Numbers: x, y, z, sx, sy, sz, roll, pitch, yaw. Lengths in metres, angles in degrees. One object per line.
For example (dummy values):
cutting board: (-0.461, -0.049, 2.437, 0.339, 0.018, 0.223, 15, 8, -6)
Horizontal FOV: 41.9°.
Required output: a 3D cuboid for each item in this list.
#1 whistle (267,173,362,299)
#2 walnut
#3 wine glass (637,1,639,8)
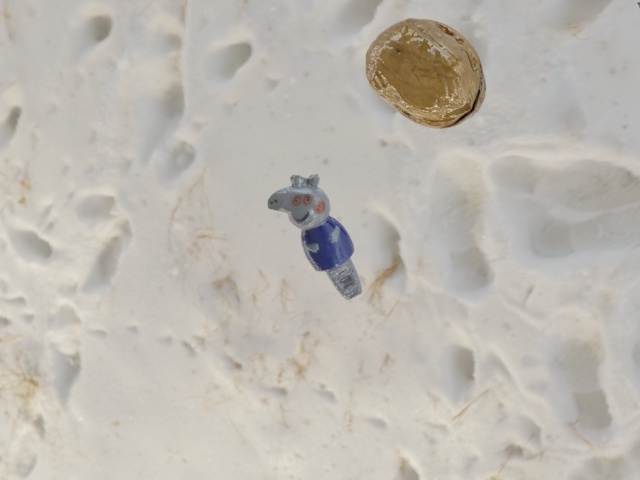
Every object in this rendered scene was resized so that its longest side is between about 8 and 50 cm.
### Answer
whistle: (0.000, 0.000, 0.479, 0.033, 0.029, 0.083, -28, 112, 2)
walnut: (0.153, -0.232, 1.166, 0.180, 0.144, 0.144, 41, 122, 27)
wine glass: (0.349, -0.204, 0.723, 0.126, 0.241, 0.127, -1, 87, 28)
